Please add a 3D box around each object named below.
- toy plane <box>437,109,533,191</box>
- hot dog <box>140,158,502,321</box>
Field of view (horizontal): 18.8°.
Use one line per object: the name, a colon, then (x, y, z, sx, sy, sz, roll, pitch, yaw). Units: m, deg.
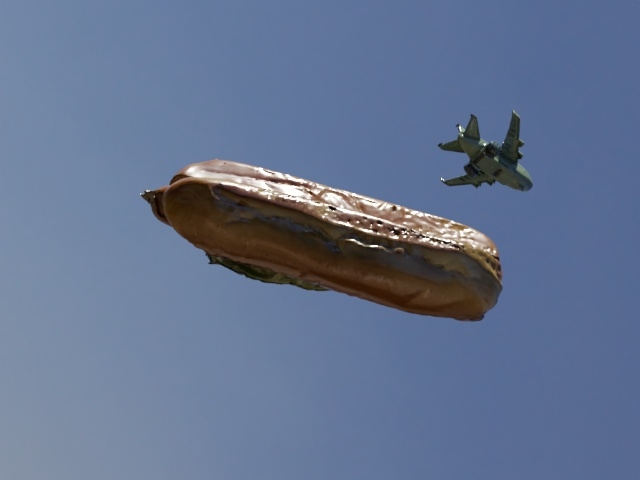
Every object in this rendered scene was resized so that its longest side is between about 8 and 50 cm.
toy plane: (0.131, -0.060, 1.461, 0.083, 0.080, 0.033, 36, 24, -22)
hot dog: (0.000, 0.000, 1.211, 0.236, 0.062, 0.092, 16, 19, 5)
